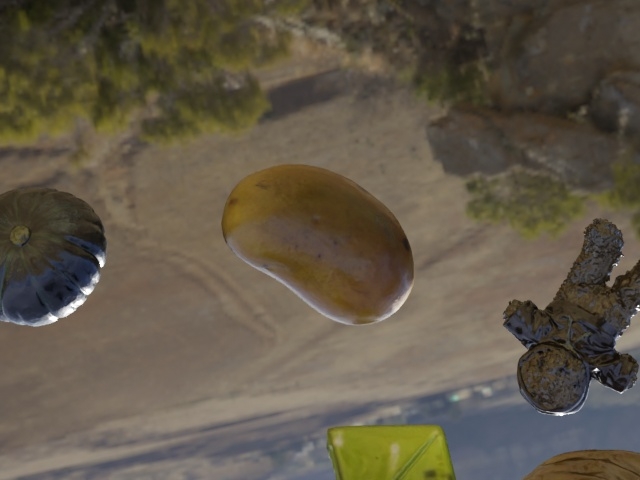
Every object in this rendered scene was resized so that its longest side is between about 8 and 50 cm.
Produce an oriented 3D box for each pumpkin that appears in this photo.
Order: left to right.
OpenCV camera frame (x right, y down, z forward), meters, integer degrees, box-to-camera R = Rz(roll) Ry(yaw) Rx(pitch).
[{"bbox_3d":[-0.374,0.017,1.546,0.194,0.194,0.150,-10,174,-13],"label":"pumpkin"}]

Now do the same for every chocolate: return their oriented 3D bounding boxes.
[{"bbox_3d":[0.106,0.365,1.363,0.137,0.289,0.301,-14,160,0],"label":"chocolate"}]

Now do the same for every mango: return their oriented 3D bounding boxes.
[{"bbox_3d":[0.002,-0.002,0.976,0.178,0.115,0.090,32,140,-20],"label":"mango"}]

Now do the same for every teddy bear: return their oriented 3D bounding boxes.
[{"bbox_3d":[0.214,0.066,0.969,0.160,0.119,0.078,-58,174,2],"label":"teddy bear"}]

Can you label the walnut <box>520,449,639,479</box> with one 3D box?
[{"bbox_3d":[0.177,0.199,0.712,0.166,0.149,0.166,24,165,7],"label":"walnut"}]
